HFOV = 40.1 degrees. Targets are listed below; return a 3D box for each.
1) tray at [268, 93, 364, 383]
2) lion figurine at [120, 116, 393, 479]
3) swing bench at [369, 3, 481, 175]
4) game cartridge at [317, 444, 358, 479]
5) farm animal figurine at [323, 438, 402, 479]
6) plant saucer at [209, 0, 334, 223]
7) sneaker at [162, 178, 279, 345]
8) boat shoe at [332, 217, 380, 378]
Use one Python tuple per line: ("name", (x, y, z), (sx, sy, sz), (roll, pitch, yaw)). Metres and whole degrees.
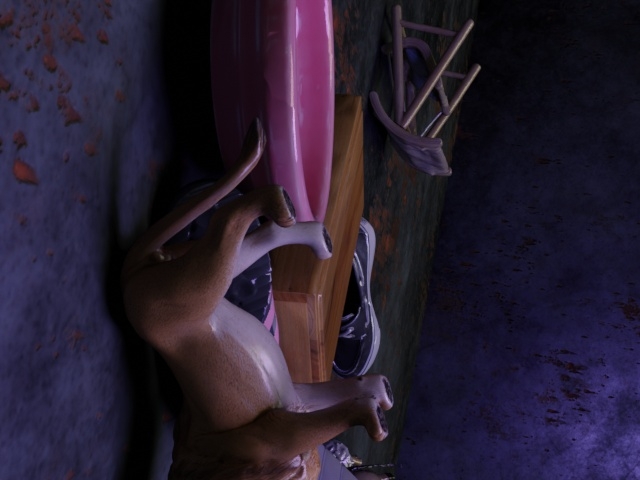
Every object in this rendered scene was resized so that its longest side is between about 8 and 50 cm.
("tray", (0.000, 0.000, 1.154), (0.411, 0.076, 0.203), (-75, 166, -48))
("lion figurine", (-0.083, 0.108, 0.777), (0.142, 0.240, 0.392), (-69, 140, -72))
("swing bench", (0.196, -0.279, 1.701), (0.253, 0.165, 0.254), (38, 68, -75))
("game cartridge", (0.001, 0.400, 1.152), (0.230, 0.068, 0.355), (50, 14, -8))
("farm animal figurine", (0.045, 0.519, 1.443), (0.172, 0.330, 0.326), (11, 87, -33))
("plant saucer", (-0.042, -0.170, 0.870), (0.332, 0.084, 0.332), (1, 90, -84))
("sneaker", (-0.102, 0.066, 0.895), (0.131, 0.112, 0.319), (-115, -163, -58))
("boat shoe", (0.036, 0.110, 1.411), (0.102, 0.108, 0.301), (-50, 147, -57))
